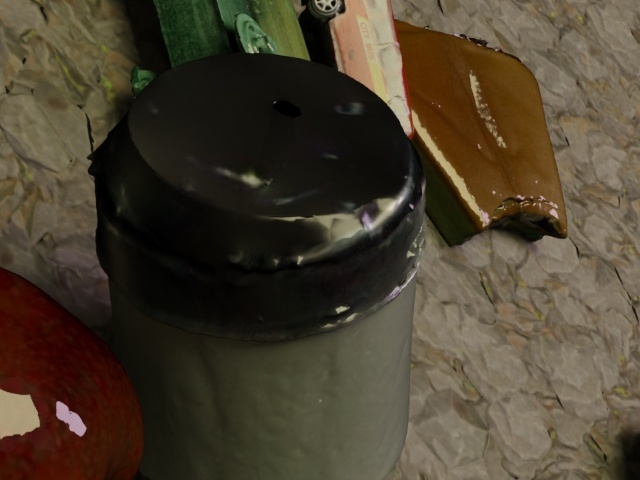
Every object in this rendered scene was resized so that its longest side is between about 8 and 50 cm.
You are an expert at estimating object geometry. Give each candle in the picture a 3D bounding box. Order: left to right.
[{"bbox_3d":[-0.041,0.058,1.231,0.221,0.342,0.221,1,39,-1],"label":"candle"}]

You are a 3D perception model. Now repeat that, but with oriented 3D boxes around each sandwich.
[{"bbox_3d":[0.112,-0.096,1.629,0.245,0.063,0.212,13,54,-32],"label":"sandwich"}]

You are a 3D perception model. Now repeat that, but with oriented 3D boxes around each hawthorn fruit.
[{"bbox_3d":[-0.232,0.093,1.084,0.248,0.208,0.208,56,41,-4],"label":"hawthorn fruit"}]

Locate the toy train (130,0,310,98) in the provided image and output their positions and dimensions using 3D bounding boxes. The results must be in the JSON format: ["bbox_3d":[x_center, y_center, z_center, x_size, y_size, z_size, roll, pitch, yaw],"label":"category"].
[{"bbox_3d":[-0.090,-0.181,1.504,0.189,0.126,0.307,42,28,-60],"label":"toy train"}]

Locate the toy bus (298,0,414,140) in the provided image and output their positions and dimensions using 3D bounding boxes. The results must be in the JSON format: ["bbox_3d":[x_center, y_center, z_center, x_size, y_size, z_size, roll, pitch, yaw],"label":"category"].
[{"bbox_3d":[0.031,-0.153,1.545,0.077,0.079,0.174,-9,83,-10],"label":"toy bus"}]

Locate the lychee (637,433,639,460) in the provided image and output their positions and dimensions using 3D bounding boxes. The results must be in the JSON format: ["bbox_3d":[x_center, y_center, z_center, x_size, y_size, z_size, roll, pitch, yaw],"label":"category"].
[{"bbox_3d":[0.353,0.197,1.552,0.171,0.171,0.171,22,48,-27],"label":"lychee"}]
